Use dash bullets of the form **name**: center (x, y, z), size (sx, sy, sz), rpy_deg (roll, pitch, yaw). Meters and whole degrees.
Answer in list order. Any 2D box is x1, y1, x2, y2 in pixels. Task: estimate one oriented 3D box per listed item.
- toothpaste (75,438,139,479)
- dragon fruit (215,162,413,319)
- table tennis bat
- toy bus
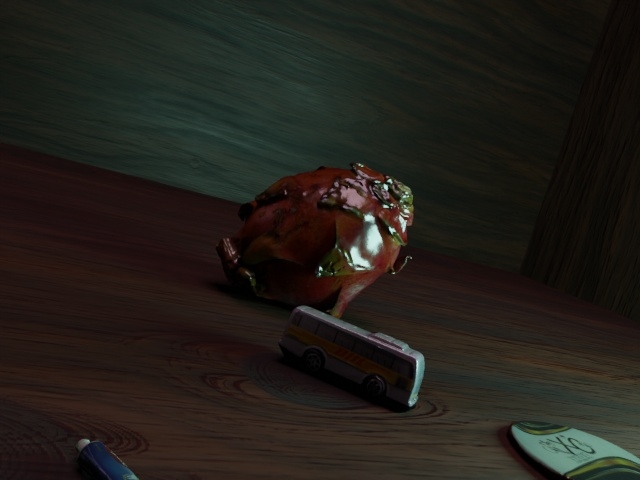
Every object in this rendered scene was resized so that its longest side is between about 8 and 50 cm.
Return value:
- **toothpaste**: center (-0.132, 0.151, 0.401), size (0.083, 0.019, 0.027), rpy_deg (23, -15, 36)
- **dragon fruit**: center (-0.004, 0.002, 1.031), size (0.315, 0.250, 0.250), rpy_deg (-34, 32, -21)
- **table tennis bat**: center (0.313, 0.256, 0.641), size (0.173, 0.023, 0.301), rpy_deg (13, 6, -19)
- **toy bus**: center (0.038, 0.134, 0.734), size (0.171, 0.072, 0.057), rpy_deg (20, 3, 19)
